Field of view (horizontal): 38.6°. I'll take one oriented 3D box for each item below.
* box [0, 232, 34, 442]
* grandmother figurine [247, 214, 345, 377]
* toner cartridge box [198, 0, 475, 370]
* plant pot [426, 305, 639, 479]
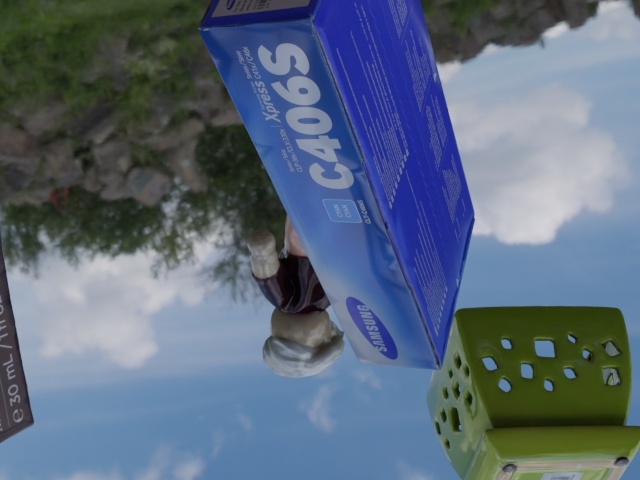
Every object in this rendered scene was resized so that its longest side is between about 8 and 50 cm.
[{"bbox_3d":[-0.390,0.105,0.608,0.143,0.191,0.381,5,-162,32],"label":"box"},{"bbox_3d":[0.000,0.000,0.978,0.207,0.342,0.104,-6,-149,-32],"label":"grandmother figurine"},{"bbox_3d":[0.035,-0.069,0.656,0.075,0.348,0.165,2,-129,24],"label":"toner cartridge box"},{"bbox_3d":[0.275,0.229,1.171,0.227,0.228,0.207,0,-132,-6],"label":"plant pot"}]
